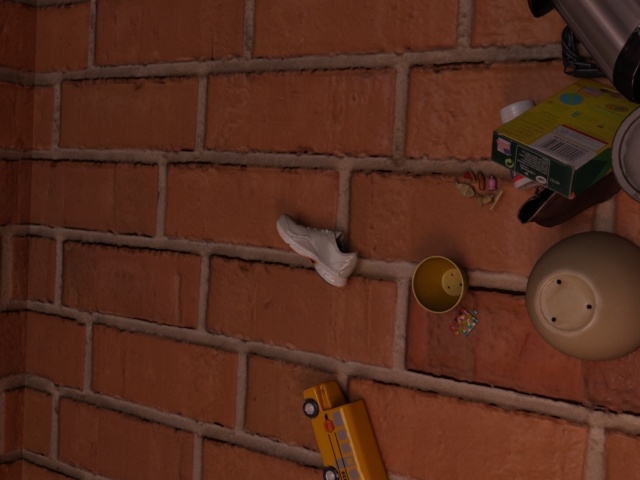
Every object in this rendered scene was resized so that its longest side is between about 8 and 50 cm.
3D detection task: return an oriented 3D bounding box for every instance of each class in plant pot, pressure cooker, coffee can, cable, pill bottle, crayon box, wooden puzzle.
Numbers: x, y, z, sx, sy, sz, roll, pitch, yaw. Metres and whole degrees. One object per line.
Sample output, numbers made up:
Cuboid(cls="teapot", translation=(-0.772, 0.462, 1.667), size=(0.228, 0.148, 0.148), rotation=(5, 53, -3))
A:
Cuboid(cls="plant pot", translation=(0.547, 0.123, 1.780), size=(0.284, 0.191, 0.284), rotation=(1, 92, 36))
Cuboid(cls="plant pot", translation=(0.298, 0.101, 2.013), size=(0.134, 0.095, 0.134), rotation=(2, 93, 35))
Cuboid(cls="pressure cooker", translation=(0.624, -0.516, 1.587), size=(0.420, 0.370, 0.375), rotation=(63, 147, 26))
Cuboid(cls="coffee can", translation=(0.695, -0.158, 1.615), size=(0.202, 0.275, 0.201), rotation=(1, 92, 36))
Cuboid(cls="cable", translation=(0.611, -0.422, 1.816), size=(0.184, 0.047, 0.150), rotation=(4, 85, 31))
Cuboid(cls="pill bottle", translation=(0.460, -0.213, 1.883), size=(0.108, 0.108, 0.180), rotation=(-20, 79, 34))
Cuboid(cls="crayon box", translation=(0.531, -0.219, 1.742), size=(0.202, 0.318, 0.081), rotation=(34, 143, 38))
Cuboid(cls="wooden puzzle", translation=(0.347, 0.197, 2.035), size=(0.049, 0.006, 0.083), rotation=(42, 114, 27))

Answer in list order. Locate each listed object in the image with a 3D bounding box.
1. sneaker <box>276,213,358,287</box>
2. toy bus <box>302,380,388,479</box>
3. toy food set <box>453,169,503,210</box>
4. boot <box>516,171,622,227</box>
Cuboid(cls="sneaker", translation=(0.000, 0.000, 2.235), size=(0.262, 0.099, 0.121), rotation=(42, 107, 19))
Cuboid(cls="toy bus", translation=(0.067, 0.523, 2.179), size=(0.130, 0.108, 0.332), rotation=(-24, 77, 33))
Cuboid(cls="toy food set", translation=(0.377, -0.125, 2.000), size=(0.122, 0.019, 0.078), rotation=(43, 114, 35))
Cuboid(cls="boot", translation=(0.541, -0.112, 1.767), size=(0.248, 0.207, 0.090), rotation=(-45, 67, 27))
